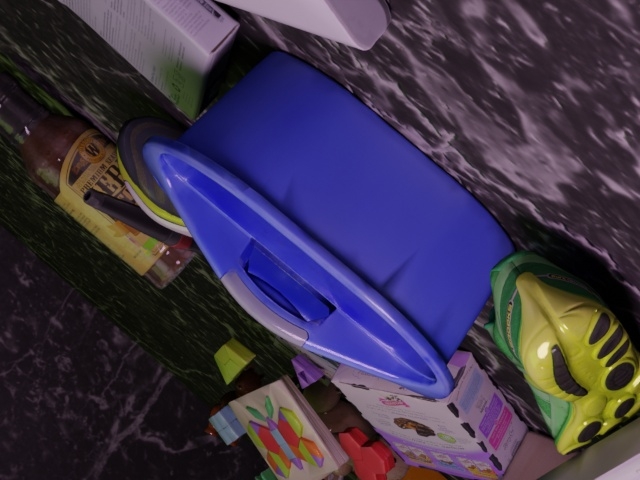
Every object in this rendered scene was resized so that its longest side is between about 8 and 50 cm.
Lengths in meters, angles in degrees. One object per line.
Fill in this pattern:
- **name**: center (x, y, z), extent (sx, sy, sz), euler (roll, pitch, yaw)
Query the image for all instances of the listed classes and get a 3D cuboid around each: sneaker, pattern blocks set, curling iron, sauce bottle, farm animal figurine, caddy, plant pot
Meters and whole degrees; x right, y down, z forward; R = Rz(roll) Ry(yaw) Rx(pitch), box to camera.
- **sneaker**: center (0.208, 0.088, 1.400), extent (0.123, 0.109, 0.295), euler (59, 180, 29)
- **pattern blocks set**: center (-0.040, 0.248, 2.130), extent (0.285, 0.026, 0.325), euler (49, 149, 12)
- **curling iron**: center (-0.162, -0.021, 1.900), extent (0.274, 0.068, 0.035), euler (16, -173, -44)
- **sauce bottle**: center (-0.302, -0.082, 2.184), extent (0.344, 0.111, 0.111), euler (40, 167, -8)
- **farm animal figurine**: center (0.022, 0.268, 2.388), extent (0.330, 0.172, 0.327), euler (23, 173, 29)
- **caddy**: center (0.000, 0.000, 1.460), extent (0.341, 0.179, 0.241), euler (39, 168, -1)
- **plant pot**: center (0.272, 0.288, 1.867), extent (0.109, 0.109, 0.096), euler (46, 152, -27)
- **sneaker**: center (-0.095, -0.049, 1.784), extent (0.300, 0.111, 0.121), euler (36, 148, 16)

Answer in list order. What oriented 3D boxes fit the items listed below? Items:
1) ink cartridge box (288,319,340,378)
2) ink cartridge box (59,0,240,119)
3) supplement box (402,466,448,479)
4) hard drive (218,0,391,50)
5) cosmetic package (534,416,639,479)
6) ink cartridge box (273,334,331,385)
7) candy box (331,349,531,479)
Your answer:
- **ink cartridge box**: center (0.008, 0.095, 1.982), extent (0.139, 0.082, 0.191), euler (27, 161, 43)
- **ink cartridge box**: center (-0.176, -0.219, 1.503), extent (0.224, 0.045, 0.223), euler (40, 167, 0)
- **supplement box**: center (0.105, 0.437, 2.626), extent (0.129, 0.191, 0.194), euler (40, 168, 0)
- **hard drive**: center (-0.101, -0.246, 1.214), extent (0.307, 0.040, 0.203), euler (25, 161, 47)
- **cosmetic package**: center (0.264, 0.218, 1.423), extent (0.099, 0.060, 0.239), euler (40, 128, -12)
- **ink cartridge box**: center (-0.006, 0.134, 2.209), extent (0.099, 0.056, 0.135), euler (37, 167, 6)
- **candy box**: center (0.132, 0.194, 1.912), extent (0.164, 0.070, 0.196), euler (8, 150, 39)
